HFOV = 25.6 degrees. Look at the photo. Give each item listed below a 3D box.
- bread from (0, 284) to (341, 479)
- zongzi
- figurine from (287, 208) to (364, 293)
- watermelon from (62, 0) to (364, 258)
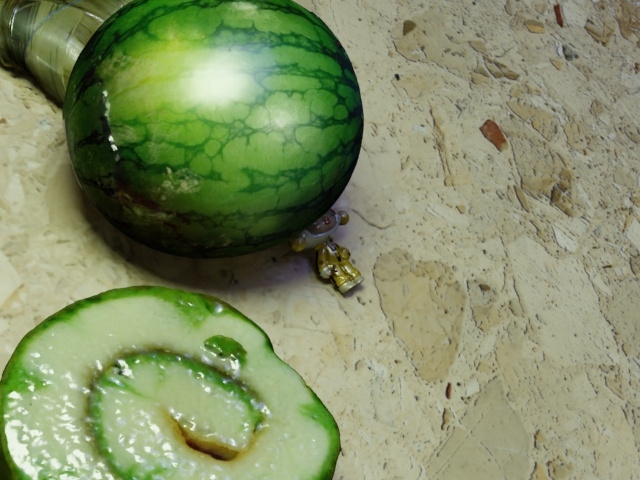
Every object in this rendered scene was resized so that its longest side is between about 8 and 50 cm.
[{"bbox_3d":[-0.170,0.224,1.488,0.366,0.129,0.382,24,46,-8],"label":"bread"},{"bbox_3d":[-0.353,-0.302,1.866,0.242,0.112,0.221,29,43,8],"label":"zongzi"},{"bbox_3d":[0.004,-0.001,1.821,0.143,0.068,0.101,37,48,-11],"label":"figurine"},{"bbox_3d":[-0.124,-0.147,1.690,0.363,0.363,0.363,14,47,-16],"label":"watermelon"}]
